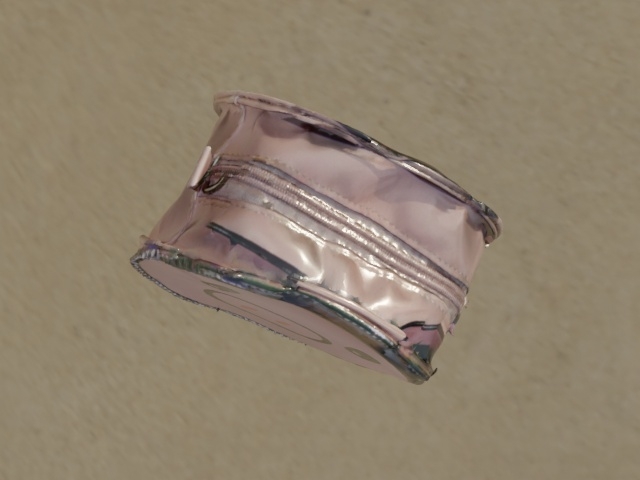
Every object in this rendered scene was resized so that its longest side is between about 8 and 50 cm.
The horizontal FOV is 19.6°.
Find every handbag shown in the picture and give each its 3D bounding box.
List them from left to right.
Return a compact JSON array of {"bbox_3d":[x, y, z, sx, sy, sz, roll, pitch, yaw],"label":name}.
[{"bbox_3d":[-0.001,0.001,1.089,0.205,0.179,0.116,29,79,-25],"label":"handbag"}]
